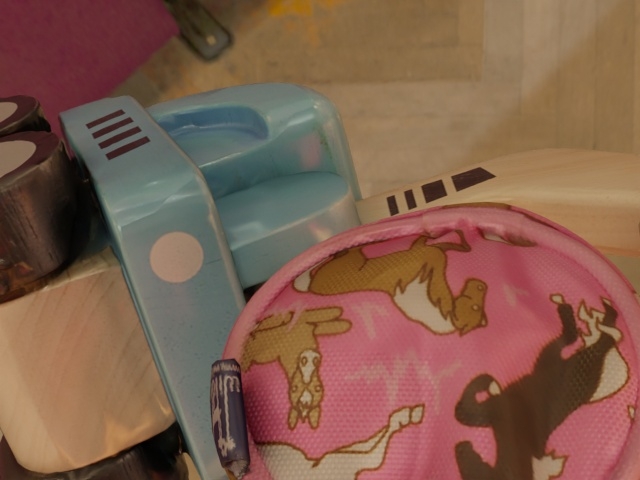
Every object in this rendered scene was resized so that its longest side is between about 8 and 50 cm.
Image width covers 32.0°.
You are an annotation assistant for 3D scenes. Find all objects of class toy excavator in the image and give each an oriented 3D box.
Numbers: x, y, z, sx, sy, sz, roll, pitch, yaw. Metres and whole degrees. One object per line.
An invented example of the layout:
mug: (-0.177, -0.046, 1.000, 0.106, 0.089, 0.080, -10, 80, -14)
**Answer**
toy excavator: (0.000, 0.000, 0.647, 0.445, 0.433, 0.222, -22, 113, -12)

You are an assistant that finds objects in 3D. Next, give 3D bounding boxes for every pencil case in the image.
pencil case: (0.060, 0.161, 0.501, 0.167, 0.386, 0.160, -31, 52, -16)
